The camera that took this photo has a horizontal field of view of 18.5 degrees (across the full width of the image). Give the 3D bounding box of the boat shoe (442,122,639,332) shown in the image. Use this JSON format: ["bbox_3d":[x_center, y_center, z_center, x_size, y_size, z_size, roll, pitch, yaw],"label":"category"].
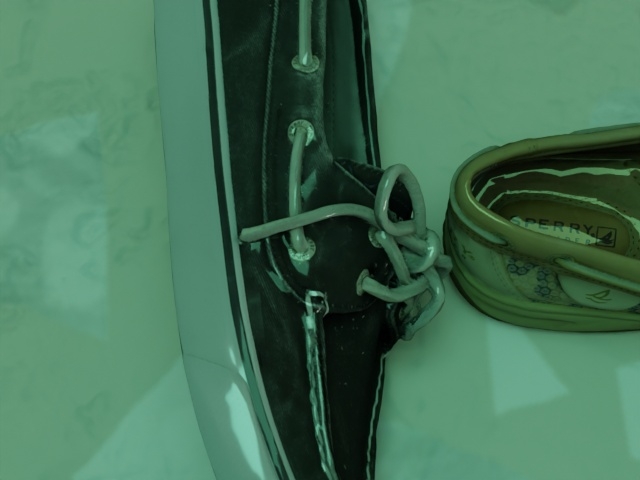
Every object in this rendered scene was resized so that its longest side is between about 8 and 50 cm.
[{"bbox_3d":[0.196,-0.005,0.844,0.285,0.089,0.104,-3,73,3],"label":"boat shoe"}]

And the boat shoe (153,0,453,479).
[{"bbox_3d":[0.001,0.001,0.846,0.105,0.113,0.306,-14,64,15],"label":"boat shoe"}]
